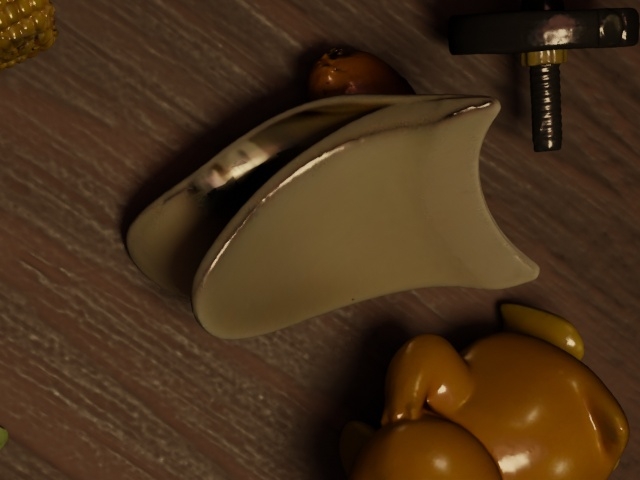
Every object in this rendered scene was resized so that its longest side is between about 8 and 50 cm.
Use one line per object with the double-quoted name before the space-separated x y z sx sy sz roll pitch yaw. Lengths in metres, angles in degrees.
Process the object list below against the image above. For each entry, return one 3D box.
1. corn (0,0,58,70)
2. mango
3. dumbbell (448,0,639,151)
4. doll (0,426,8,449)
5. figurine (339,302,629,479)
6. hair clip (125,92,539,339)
"corn" -0.335 -0.127 1.329 0.310 0.101 0.101 -18 99 -10
"mango" 0.039 -0.091 1.442 0.127 0.063 0.077 46 58 -13
"dumbbell" 0.163 -0.228 1.421 0.143 0.143 0.325 -4 96 -14
"doll" -0.308 0.240 1.342 0.213 0.213 0.236 -6 54 -13
"figurine" 0.119 0.160 1.419 0.228 0.215 0.215 -24 100 -13
"hair clip" 0.001 -0.012 1.401 0.282 0.113 0.172 -22 127 -3
